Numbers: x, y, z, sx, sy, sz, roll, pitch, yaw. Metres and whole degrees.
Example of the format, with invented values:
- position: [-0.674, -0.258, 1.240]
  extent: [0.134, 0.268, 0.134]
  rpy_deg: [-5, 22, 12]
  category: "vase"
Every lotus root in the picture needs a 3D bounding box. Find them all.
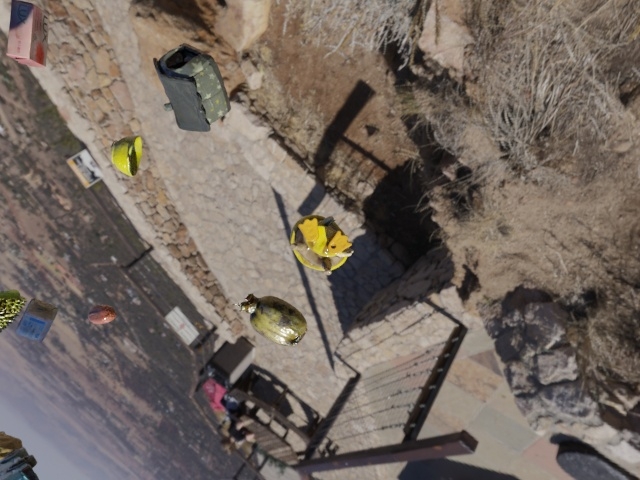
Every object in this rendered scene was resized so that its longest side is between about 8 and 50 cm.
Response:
- position: [-0.173, 0.266, 1.623]
  extent: [0.278, 0.154, 0.154]
  rpy_deg: [30, 144, -7]
  category: "lotus root"

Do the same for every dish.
- position: [-0.692, -0.304, 1.643]
  extent: [0.080, 0.207, 0.148]
  rpy_deg: [9, 101, -11]
  category: "dish"

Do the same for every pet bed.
- position: [-0.393, -0.445, 1.370]
  extent: [0.183, 0.159, 0.211]
  rpy_deg: [35, 156, 25]
  category: "pet bed"

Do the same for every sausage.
- position: [-0.681, 0.229, 1.439]
  extent: [0.094, 0.054, 0.059]
  rpy_deg: [-6, 94, 29]
  category: "sausage"

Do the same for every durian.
- position: [-1.092, 0.213, 1.474]
  extent: [0.200, 0.176, 0.237]
  rpy_deg: [3, 157, 36]
  category: "durian"

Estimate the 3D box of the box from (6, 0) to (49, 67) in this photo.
- position: [-0.786, -0.554, 1.251]
  extent: [0.060, 0.156, 0.111]
  rpy_deg: [9, -172, -12]
  category: "box"

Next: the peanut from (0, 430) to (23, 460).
- position: [-0.955, 0.699, 1.302]
  extent: [0.159, 0.291, 0.143]
  rpy_deg: [21, 147, 8]
  category: "peanut"

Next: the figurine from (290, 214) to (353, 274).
- position: [0.000, 0.000, 1.526]
  extent: [0.215, 0.187, 0.343]
  rpy_deg: [44, 175, 3]
  category: "figurine"

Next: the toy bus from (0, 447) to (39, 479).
- position: [-0.636, 0.524, 0.917]
  extent: [0.271, 0.165, 0.133]
  rpy_deg: [-22, 94, 49]
  category: "toy bus"

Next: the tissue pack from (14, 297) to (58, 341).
- position: [-0.725, 0.203, 1.186]
  extent: [0.074, 0.058, 0.094]
  rpy_deg: [30, 117, -22]
  category: "tissue pack"
